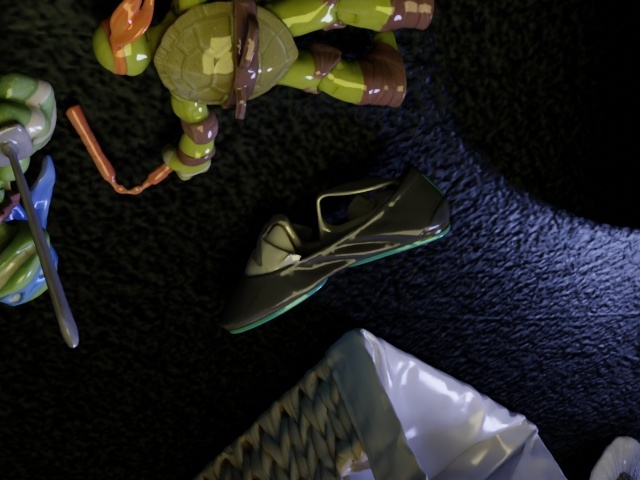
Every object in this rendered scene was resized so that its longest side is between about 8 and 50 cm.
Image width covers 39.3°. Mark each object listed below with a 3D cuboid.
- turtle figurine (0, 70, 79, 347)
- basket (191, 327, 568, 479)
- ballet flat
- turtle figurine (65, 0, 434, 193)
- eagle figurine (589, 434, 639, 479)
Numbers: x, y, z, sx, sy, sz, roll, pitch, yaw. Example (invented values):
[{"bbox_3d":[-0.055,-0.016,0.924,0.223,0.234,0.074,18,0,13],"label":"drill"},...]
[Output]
[{"bbox_3d":[-0.239,-0.037,0.432,0.198,0.274,0.266,-28,116,32],"label":"turtle figurine"},{"bbox_3d":[0.087,0.314,0.817,0.266,0.328,0.331,-42,132,17],"label":"basket"},{"bbox_3d":[0.000,0.000,0.694,0.203,0.074,0.074,-26,134,8],"label":"ballet flat"},{"bbox_3d":[-0.044,-0.132,0.539,0.217,0.087,0.269,-7,131,-18],"label":"turtle figurine"},{"bbox_3d":[0.362,0.412,1.123,0.226,0.225,0.298,34,138,-8],"label":"eagle figurine"}]
